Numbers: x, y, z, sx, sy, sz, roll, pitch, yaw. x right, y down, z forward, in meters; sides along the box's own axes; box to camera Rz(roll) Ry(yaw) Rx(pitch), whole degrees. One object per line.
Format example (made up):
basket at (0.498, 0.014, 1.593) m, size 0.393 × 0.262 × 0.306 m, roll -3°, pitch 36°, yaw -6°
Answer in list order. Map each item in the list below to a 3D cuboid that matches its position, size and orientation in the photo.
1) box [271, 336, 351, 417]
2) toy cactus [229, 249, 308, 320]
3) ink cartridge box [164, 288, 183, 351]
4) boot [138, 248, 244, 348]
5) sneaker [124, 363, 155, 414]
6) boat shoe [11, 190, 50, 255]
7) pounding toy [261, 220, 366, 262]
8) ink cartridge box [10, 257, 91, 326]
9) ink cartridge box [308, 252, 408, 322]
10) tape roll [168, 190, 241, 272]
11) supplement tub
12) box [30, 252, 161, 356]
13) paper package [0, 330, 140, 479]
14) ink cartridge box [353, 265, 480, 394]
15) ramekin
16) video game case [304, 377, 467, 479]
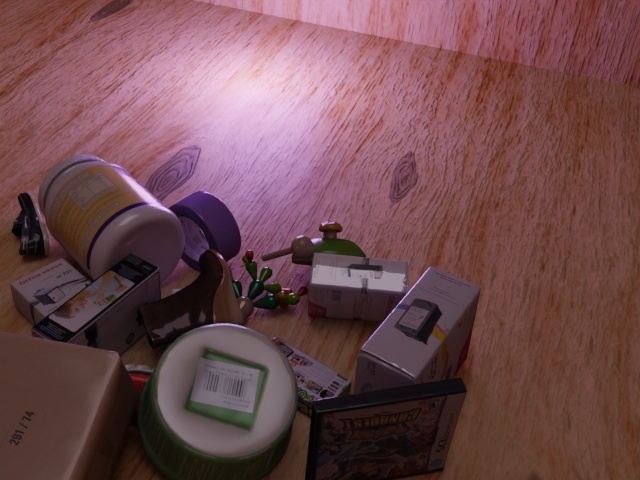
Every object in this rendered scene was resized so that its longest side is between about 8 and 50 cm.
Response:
box at (-0.050, 0.292, 1.642) m, size 0.207 × 0.036 × 0.114 m, roll 27°, pitch 44°, yaw 25°
toy cactus at (-0.156, 0.123, 1.806) m, size 0.219 × 0.112 × 0.180 m, roll 25°, pitch 52°, yaw 12°
ink cartridge box at (-0.283, 0.198, 1.716) m, size 0.109 × 0.062 × 0.209 m, roll 0°, pitch 39°, yaw -5°
boot at (-0.294, 0.120, 1.687) m, size 0.207 × 0.090 × 0.248 m, roll -9°, pitch 45°, yaw -19°
sneaker at (-0.340, 0.315, 1.536) m, size 0.279 × 0.107 × 0.118 m, roll -6°, pitch 45°, yaw -12°
boat shoe at (-0.745, -0.046, 1.959) m, size 0.079 × 0.084 × 0.233 m, roll -13°, pitch 45°, yaw -21°
pounding toy at (0.000, 0.000, 1.862) m, size 0.237 × 0.110 × 0.183 m, roll 7°, pitch -9°, yaw -36°
ink cartridge box at (-0.584, 0.141, 1.745) m, size 0.190 × 0.082 × 0.139 m, roll 33°, pitch 47°, yaw 29°
ink cartridge box at (0.084, 0.111, 1.771) m, size 0.218 × 0.158 × 0.092 m, roll 7°, pitch 58°, yaw 2°
tape roll at (-0.288, -0.020, 1.887) m, size 0.189 × 0.189 × 0.080 m, roll 30°, pitch 45°, yaw 28°
supplement tub at (-0.507, -0.044, 1.853) m, size 0.241 × 0.241 × 0.331 m, roll -26°, pitch 48°, yaw -33°
box at (-0.466, 0.178, 1.644) m, size 0.087 × 0.169 × 0.290 m, roll 25°, pitch 42°, yaw 21°
paper package at (-0.518, 0.347, 1.358) m, size 0.309 × 0.168 × 0.325 m, roll 9°, pitch 58°, yaw 8°
ink cartridge box at (0.199, 0.234, 1.589) m, size 0.131 × 0.226 × 0.306 m, roll 22°, pitch 43°, yaw 23°
ramekin at (-0.186, 0.304, 1.452) m, size 0.303 × 0.148 × 0.303 m, roll 8°, pitch 55°, yaw -12°
video game case at (0.114, 0.359, 1.406) m, size 0.275 × 0.248 × 0.035 m, roll -6°, pitch 42°, yaw -13°
